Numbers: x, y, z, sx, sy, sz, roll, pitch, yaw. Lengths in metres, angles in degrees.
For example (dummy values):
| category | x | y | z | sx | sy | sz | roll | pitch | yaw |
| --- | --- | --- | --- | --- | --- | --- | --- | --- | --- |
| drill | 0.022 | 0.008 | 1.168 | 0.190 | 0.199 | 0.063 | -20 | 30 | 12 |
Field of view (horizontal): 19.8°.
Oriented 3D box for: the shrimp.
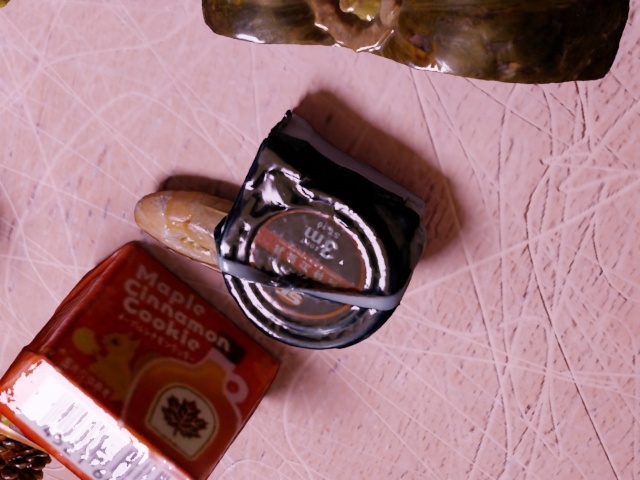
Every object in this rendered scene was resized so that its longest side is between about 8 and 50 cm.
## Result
| category | x | y | z | sx | sy | sz | roll | pitch | yaw |
| --- | --- | --- | --- | --- | --- | --- | --- | --- | --- |
| shrimp | -0.080 | 0.010 | 1.791 | 0.236 | 0.053 | 0.133 | 13 | 143 | 28 |

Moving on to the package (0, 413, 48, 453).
| category | x | y | z | sx | sy | sz | roll | pitch | yaw |
| --- | --- | --- | --- | --- | --- | --- | --- | --- | --- |
| package | -0.246 | 0.190 | 2.086 | 0.223 | 0.108 | 0.288 | 32 | 140 | -14 |

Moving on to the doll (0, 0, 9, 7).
| category | x | y | z | sx | sy | sz | roll | pitch | yaw |
| --- | --- | --- | --- | --- | --- | --- | --- | --- | --- |
| doll | -0.357 | -0.325 | 1.590 | 0.138 | 0.119 | 0.293 | 22 | 151 | 46 |

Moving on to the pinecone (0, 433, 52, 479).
| category | x | y | z | sx | sy | sz | roll | pitch | yaw |
| --- | --- | --- | --- | --- | --- | --- | --- | --- | --- |
| pinecone | -0.388 | 0.253 | 2.291 | 0.102 | 0.102 | 0.109 | 6 | 117 | 35 |

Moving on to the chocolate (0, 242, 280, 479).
| category | x | y | z | sx | sy | sz | roll | pitch | yaw |
| --- | --- | --- | --- | --- | --- | --- | --- | --- | --- |
| chocolate | -0.181 | 0.144 | 1.887 | 0.237 | 0.235 | 0.108 | 39 | 132 | -3 |

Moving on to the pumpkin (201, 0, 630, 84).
| category | x | y | z | sx | sy | sz | roll | pitch | yaw |
| --- | --- | --- | --- | --- | --- | --- | --- | --- | --- |
| pumpkin | 0.073 | -0.200 | 1.310 | 0.317 | 0.222 | 0.139 | 9 | 110 | 31 |

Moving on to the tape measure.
| category | x | y | z | sx | sy | sz | roll | pitch | yaw |
| --- | --- | --- | --- | --- | --- | --- | --- | --- | --- |
| tape measure | -0.002 | 0.004 | 1.646 | 0.182 | 0.107 | 0.181 | 34 | 119 | 0 |
